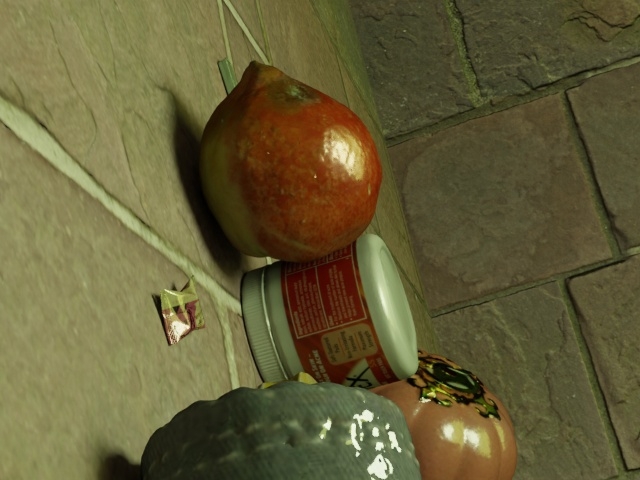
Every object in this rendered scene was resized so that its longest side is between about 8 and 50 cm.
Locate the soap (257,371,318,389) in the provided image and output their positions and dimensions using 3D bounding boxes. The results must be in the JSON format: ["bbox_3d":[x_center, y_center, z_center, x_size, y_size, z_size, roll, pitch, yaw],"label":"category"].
[{"bbox_3d":[-0.030,0.255,1.222,0.232,0.073,0.140,-86,160,-65],"label":"soap"}]

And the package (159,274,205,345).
[{"bbox_3d":[-0.142,0.071,1.071,0.083,0.029,0.059,-27,107,-69],"label":"package"}]

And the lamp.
[{"bbox_3d":[0.145,0.304,1.578,0.305,0.306,0.239,-90,-155,-69],"label":"lamp"}]

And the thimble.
[{"bbox_3d":[-0.027,0.233,0.843,0.205,0.237,0.172,112,-27,-51],"label":"thimble"}]

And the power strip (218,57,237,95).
[{"bbox_3d":[-0.139,-0.244,1.610,0.027,0.017,0.083,3,70,-78],"label":"power strip"}]

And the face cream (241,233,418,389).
[{"bbox_3d":[0.017,0.108,1.382,0.201,0.187,0.201,-17,90,-79],"label":"face cream"}]

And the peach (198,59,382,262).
[{"bbox_3d":[-0.047,-0.102,1.309,0.232,0.233,0.256,-45,125,-78],"label":"peach"}]
